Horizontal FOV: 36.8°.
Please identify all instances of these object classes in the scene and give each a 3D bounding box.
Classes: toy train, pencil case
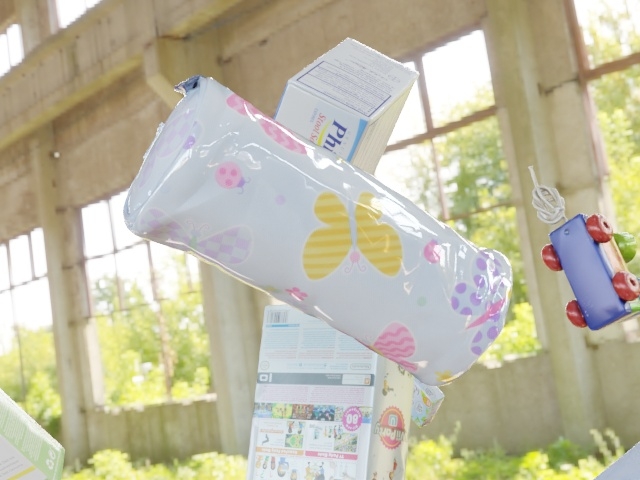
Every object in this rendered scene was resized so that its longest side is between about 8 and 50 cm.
[{"bbox_3d":[0.389,0.002,1.354,0.143,0.248,0.105,2,-30,-40],"label":"toy train"},{"bbox_3d":[0.000,0.000,0.668,0.273,0.113,0.124,29,-12,-16],"label":"pencil case"}]

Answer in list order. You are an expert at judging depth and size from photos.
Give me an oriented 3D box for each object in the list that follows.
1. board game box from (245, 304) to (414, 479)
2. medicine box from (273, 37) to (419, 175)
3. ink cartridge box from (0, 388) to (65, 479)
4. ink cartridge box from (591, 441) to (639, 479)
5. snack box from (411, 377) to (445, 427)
[{"bbox_3d":[0.014,0.246,1.388,0.224,0.303,0.097,-5,-19,40],"label":"board game box"},{"bbox_3d":[0.018,-0.166,1.624,0.149,0.263,0.289,29,31,8],"label":"medicine box"},{"bbox_3d":[-0.356,0.157,0.811,0.171,0.235,0.056,-27,32,12],"label":"ink cartridge box"},{"bbox_3d":[0.456,0.409,1.428,0.311,0.186,0.065,-32,35,-23],"label":"ink cartridge box"},{"bbox_3d":[0.183,0.298,1.961,0.037,0.141,0.100,-25,-30,-30],"label":"snack box"}]
